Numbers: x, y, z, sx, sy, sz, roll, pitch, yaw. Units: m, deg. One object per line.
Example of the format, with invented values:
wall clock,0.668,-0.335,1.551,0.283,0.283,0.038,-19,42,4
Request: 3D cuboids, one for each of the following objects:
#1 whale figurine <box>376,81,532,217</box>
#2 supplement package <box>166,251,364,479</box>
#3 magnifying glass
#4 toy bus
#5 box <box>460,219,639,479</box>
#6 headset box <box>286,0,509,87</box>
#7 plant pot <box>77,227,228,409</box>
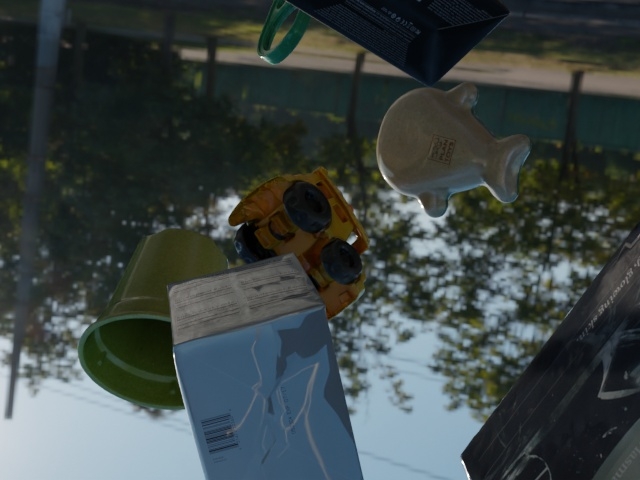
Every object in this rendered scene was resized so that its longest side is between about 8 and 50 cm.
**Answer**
whale figurine,0.218,-0.137,1.516,0.272,0.216,0.141,20,-171,41
supplement package,-0.062,0.141,0.988,0.149,0.194,0.203,-14,-165,-7
magnifying glass,-0.043,-0.309,1.248,0.026,0.092,0.231,30,-142,-28
toy bus,0.000,0.000,1.484,0.149,0.220,0.211,-37,174,33
box,0.400,0.183,0.759,0.297,0.480,0.472,29,-165,-16
headset box,0.027,-0.314,0.922,0.218,0.110,0.293,21,-143,-42
plant pot,-0.273,0.127,1.762,0.276,0.276,0.254,7,-134,0
